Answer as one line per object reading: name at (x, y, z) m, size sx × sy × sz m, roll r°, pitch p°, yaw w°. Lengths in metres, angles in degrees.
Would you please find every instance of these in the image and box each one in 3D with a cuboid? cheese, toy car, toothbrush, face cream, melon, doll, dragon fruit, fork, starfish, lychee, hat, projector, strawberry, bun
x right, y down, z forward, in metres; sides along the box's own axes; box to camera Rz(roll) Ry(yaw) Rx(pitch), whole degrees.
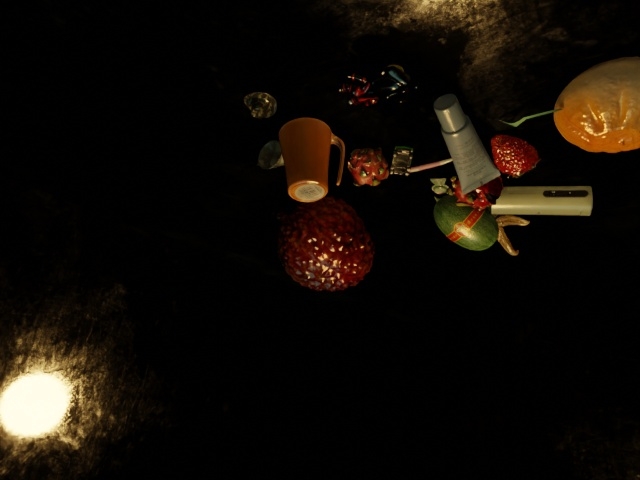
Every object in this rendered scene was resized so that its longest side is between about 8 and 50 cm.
cheese at (0.460, -0.207, 1.895) m, size 0.067 × 0.026 × 0.120 m, roll 0°, pitch 158°, yaw 22°
toy car at (0.284, -0.284, 1.724) m, size 0.071 × 0.062 × 0.165 m, roll 7°, pitch 159°, yaw 6°
toothbrush at (0.409, -0.270, 1.757) m, size 0.287 × 0.025 × 0.020 m, roll -8°, pitch 152°, yaw 41°
face cream at (0.447, -0.290, 1.528) m, size 0.136 × 0.086 × 0.385 m, roll -29°, pitch 134°, yaw 14°
melon at (0.554, -0.079, 1.912) m, size 0.288 × 0.182 × 0.182 m, roll 37°, pitch 160°, yaw 7°
doll at (0.166, -0.432, 1.377) m, size 0.249 × 0.088 × 0.127 m, roll 3°, pitch -179°, yaw 44°
dragon fruit at (0.178, -0.255, 1.770) m, size 0.137 × 0.135 × 0.236 m, roll -3°, pitch 174°, yaw 18°
fork at (0.580, -0.340, 1.378) m, size 0.039 × 0.021 × 0.235 m, roll 14°, pitch -179°, yaw -18°
starfish at (0.689, -0.066, 2.049) m, size 0.327 × 0.094 × 0.375 m, roll 20°, pitch 147°, yaw 13°
lychee at (0.000, 0.000, 2.143) m, size 0.500 × 0.424 × 0.424 m, roll 34°, pitch 160°, yaw 5°
hat at (-0.199, -0.428, 1.588) m, size 0.121 × 0.050 × 0.121 m, roll 9°, pitch 157°, yaw 4°
dragon fruit at (0.544, -0.181, 1.750) m, size 0.167 × 0.160 × 0.172 m, roll -27°, pitch -174°, yaw -35°
projector at (0.795, -0.144, 1.791) m, size 0.338 × 0.108 × 0.108 m, roll 2°, pitch 158°, yaw 21°
strawberry at (0.607, -0.272, 1.558) m, size 0.131 × 0.148 × 0.131 m, roll -26°, pitch 170°, yaw -5°
bun at (0.769, -0.317, 1.271) m, size 0.299 × 0.164 × 0.299 m, roll 9°, pitch 161°, yaw 3°

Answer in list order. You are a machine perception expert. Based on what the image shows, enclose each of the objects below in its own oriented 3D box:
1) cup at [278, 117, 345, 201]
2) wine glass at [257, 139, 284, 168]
cup at (-0.025, -0.269, 1.658) m, size 0.226 × 0.263 × 0.182 m, roll 3°, pitch 153°, yaw -13°
wine glass at (-0.135, -0.287, 1.855) m, size 0.122 × 0.122 × 0.183 m, roll -5°, pitch 160°, yaw 34°
